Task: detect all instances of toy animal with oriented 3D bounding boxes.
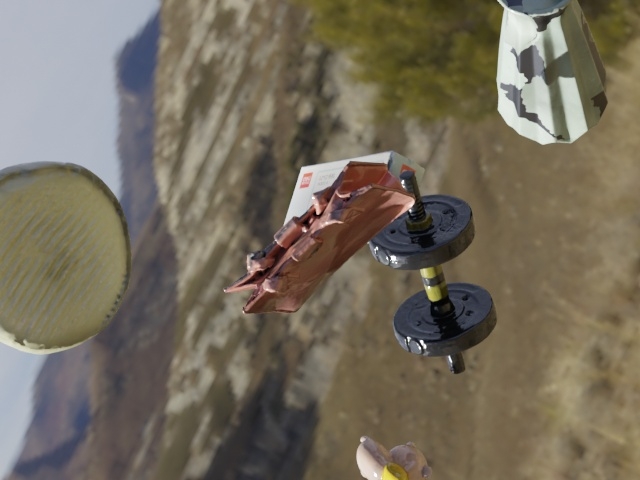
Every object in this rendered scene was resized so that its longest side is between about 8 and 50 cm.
[{"bbox_3d":[0.107,0.318,2.155,0.082,0.114,0.091,-31,-50,-23],"label":"toy animal"}]

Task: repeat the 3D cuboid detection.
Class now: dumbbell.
[{"bbox_3d":[0.151,0.048,2.072,0.143,0.143,0.325,-70,-31,-53],"label":"dumbbell"}]

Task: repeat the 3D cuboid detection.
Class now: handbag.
[{"bbox_3d":[0.000,0.000,1.776,0.212,0.059,0.157,-44,-15,16],"label":"handbag"}]

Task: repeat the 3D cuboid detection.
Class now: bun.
[{"bbox_3d":[-0.415,0.026,2.269,0.146,0.287,0.287,-13,48,60],"label":"bun"}]

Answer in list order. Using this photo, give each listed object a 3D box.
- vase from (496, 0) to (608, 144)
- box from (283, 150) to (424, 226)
[{"bbox_3d":[0.307,-0.264,2.106,0.165,0.165,0.360,-65,-19,-16],"label":"vase"},{"bbox_3d":[0.052,-0.063,2.601,0.269,0.079,0.135,-8,61,54],"label":"box"}]
